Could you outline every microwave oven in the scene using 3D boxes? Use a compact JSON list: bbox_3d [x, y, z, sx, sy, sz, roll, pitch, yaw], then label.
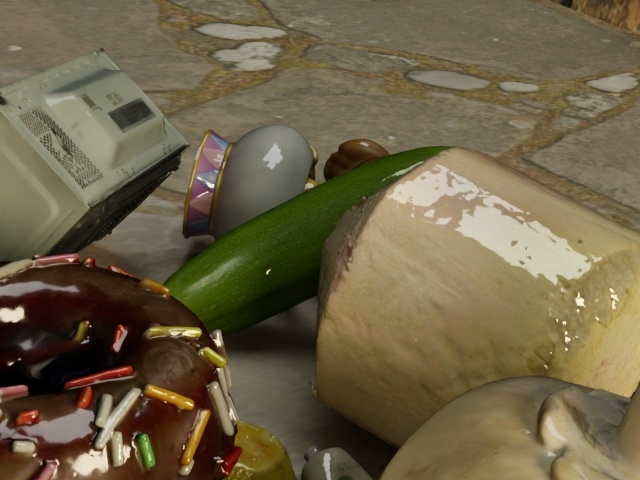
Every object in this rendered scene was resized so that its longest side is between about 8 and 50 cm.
[{"bbox_3d":[-0.217,-0.050,1.191,0.122,0.162,0.208,48,24,-2],"label":"microwave oven"}]

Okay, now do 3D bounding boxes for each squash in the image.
[{"bbox_3d":[0.000,-0.001,1.198,0.292,0.082,0.082,-26,31,-5],"label":"squash"}]

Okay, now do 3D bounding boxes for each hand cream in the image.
[{"bbox_3d":[0.038,0.190,0.971,0.057,0.037,0.165,-4,34,-38],"label":"hand cream"}]

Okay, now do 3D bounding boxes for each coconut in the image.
[{"bbox_3d":[0.106,0.052,1.079,0.244,0.239,0.239,28,25,31],"label":"coconut"}]

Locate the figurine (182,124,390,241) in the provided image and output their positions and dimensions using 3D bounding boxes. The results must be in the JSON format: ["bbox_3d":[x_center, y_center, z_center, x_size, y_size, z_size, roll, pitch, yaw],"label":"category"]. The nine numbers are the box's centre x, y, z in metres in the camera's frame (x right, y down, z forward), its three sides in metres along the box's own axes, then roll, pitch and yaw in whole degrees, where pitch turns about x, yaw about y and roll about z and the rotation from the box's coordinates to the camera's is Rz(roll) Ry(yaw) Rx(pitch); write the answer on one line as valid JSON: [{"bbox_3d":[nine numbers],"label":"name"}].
[{"bbox_3d":[0.017,-0.024,1.318,0.263,0.142,0.189,12,45,2],"label":"figurine"}]

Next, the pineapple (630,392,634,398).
[{"bbox_3d":[0.321,0.088,1.190,0.357,0.223,0.223,12,17,30],"label":"pineapple"}]

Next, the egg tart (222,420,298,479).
[{"bbox_3d":[-0.056,0.150,0.990,0.105,0.039,0.105,15,21,-6],"label":"egg tart"}]

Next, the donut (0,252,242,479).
[{"bbox_3d":[-0.178,0.094,0.925,0.270,0.103,0.269,5,28,-3],"label":"donut"}]

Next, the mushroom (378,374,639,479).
[{"bbox_3d":[0.184,0.136,0.783,0.314,0.336,0.314,18,14,-5],"label":"mushroom"}]
